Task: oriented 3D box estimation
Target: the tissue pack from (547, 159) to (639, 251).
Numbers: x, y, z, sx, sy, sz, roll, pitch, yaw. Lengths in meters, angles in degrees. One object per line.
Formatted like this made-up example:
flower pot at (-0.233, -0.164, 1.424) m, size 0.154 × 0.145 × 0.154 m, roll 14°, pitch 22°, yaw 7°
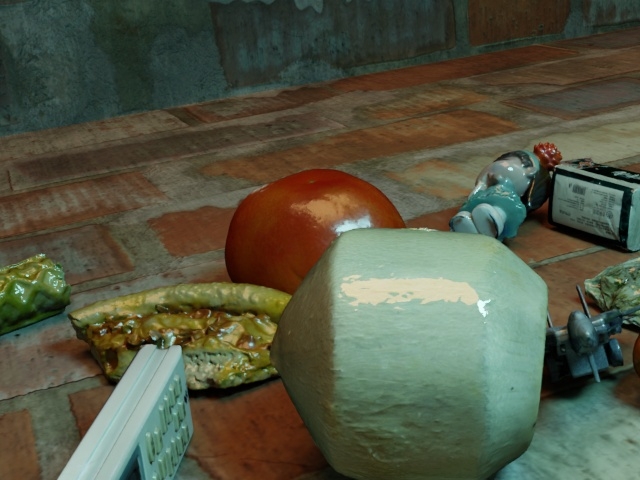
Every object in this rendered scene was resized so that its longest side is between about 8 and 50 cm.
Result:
tissue pack at (0.430, -0.056, 1.387) m, size 0.090 × 0.103 × 0.170 m, roll -8°, pitch 19°, yaw -27°

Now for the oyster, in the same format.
oyster at (0.414, 0.070, 1.117) m, size 0.125 × 0.064 × 0.177 m, roll -27°, pitch 35°, yaw -13°

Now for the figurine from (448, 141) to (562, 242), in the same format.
figurine at (0.291, -0.066, 1.439) m, size 0.138 × 0.110 × 0.245 m, roll -22°, pitch 13°, yaw 38°

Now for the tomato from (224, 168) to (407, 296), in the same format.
tomato at (-0.004, 0.001, 1.251) m, size 0.259 × 0.180 × 0.260 m, roll -7°, pitch 22°, yaw 3°

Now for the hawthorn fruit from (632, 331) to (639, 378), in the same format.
hawthorn fruit at (0.381, 0.117, 0.921) m, size 0.125 × 0.140 × 0.125 m, roll -16°, pitch 50°, yaw 20°

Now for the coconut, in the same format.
coconut at (0.079, 0.102, 0.861) m, size 0.247 × 0.245 × 0.245 m, roll 6°, pitch 22°, yaw 10°

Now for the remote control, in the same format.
remote control at (-0.173, 0.203, 0.846) m, size 0.055 × 0.103 × 0.277 m, roll -2°, pitch 20°, yaw 7°

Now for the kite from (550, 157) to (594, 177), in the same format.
kite at (0.462, -0.137, 1.747) m, size 0.152 × 0.005 × 0.137 m, roll -20°, pitch 22°, yaw -33°

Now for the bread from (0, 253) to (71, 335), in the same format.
bread at (-0.477, 0.096, 1.258) m, size 0.269 × 0.087 × 0.098 m, roll -21°, pitch 25°, yaw -37°

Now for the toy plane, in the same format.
toy plane at (0.269, 0.105, 0.945) m, size 0.212 × 0.088 × 0.267 m, roll -17°, pitch 0°, yaw 10°

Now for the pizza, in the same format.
pizza at (-0.151, 0.114, 1.125) m, size 0.365 × 0.074 × 0.182 m, roll 3°, pitch 27°, yaw 20°
